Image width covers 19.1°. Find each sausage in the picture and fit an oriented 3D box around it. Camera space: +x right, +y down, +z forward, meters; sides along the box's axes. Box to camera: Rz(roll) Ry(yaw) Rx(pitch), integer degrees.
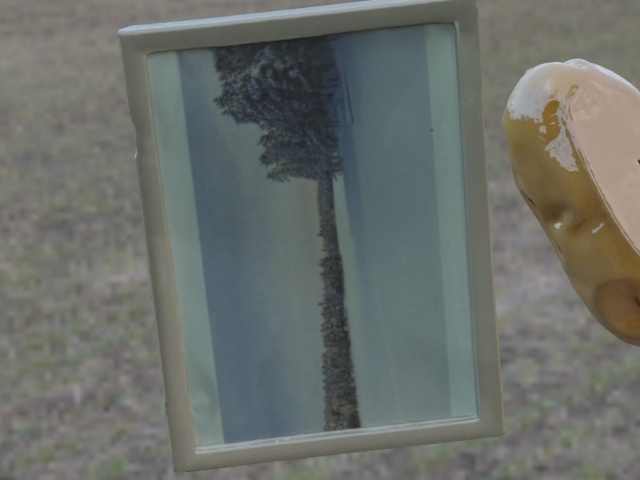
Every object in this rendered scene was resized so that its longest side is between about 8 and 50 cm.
[{"bbox_3d":[0.221,-0.029,1.426,0.120,0.241,0.136,-26,-5,-19],"label":"sausage"}]

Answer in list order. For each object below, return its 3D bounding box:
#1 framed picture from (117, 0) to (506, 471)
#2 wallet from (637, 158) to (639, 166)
[{"bbox_3d":[0.000,0.000,1.153,0.213,0.289,0.016,-6,22,-3],"label":"framed picture"},{"bbox_3d":[0.263,-0.118,1.050,0.059,0.202,0.141,22,-7,-36],"label":"wallet"}]
